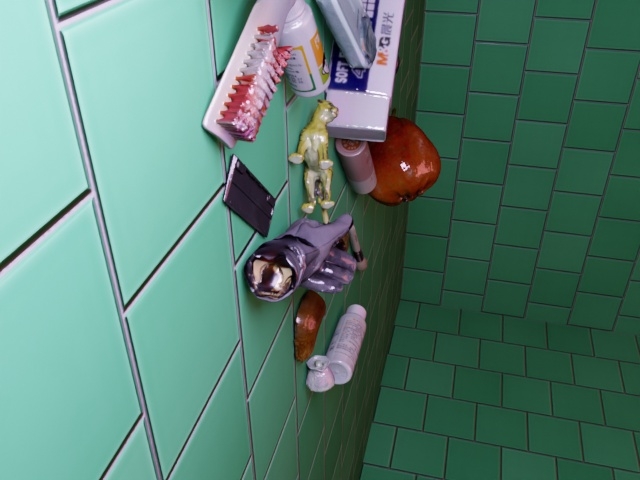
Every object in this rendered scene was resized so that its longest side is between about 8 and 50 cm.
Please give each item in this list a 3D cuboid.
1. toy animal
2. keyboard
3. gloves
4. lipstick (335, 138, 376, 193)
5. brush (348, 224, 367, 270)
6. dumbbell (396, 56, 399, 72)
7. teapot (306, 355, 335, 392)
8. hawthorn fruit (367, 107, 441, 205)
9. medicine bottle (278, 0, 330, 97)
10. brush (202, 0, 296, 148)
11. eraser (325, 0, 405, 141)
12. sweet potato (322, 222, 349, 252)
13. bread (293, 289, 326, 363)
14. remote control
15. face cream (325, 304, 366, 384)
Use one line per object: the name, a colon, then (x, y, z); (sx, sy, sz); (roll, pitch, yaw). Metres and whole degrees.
toy animal: (-0.001, -0.133, 1.092); (0.181, 0.073, 0.136); (79, 14, -48)
keyboard: (-0.092, -0.055, 0.845); (0.198, 0.010, 0.063); (51, 49, -74)
gloves: (-0.019, 0.022, 0.964); (0.142, 0.119, 0.285); (-53, 159, 17)
lipstick: (0.086, -0.179, 1.460); (0.254, 0.070, 0.070); (56, 43, -73)
brush: (0.097, 0.015, 1.744); (0.299, 0.039, 0.042); (68, 28, -61)
dumbbell: (0.123, -0.419, 1.414); (0.191, 0.100, 0.100); (-2, 99, -78)
teapot: (-0.005, 0.285, 1.379); (0.083, 0.064, 0.064); (-129, -151, -60)
hawthorn fruit: (0.200, -0.227, 1.679); (0.224, 0.224, 0.260); (23, 55, -78)
medicine bottle: (-0.037, -0.296, 0.832); (0.220, 0.061, 0.092); (65, 22, -57)
brush: (-0.047, -0.255, 0.712); (0.060, 0.050, 0.321); (39, 66, -55)
eraser: (0.086, -0.344, 1.225); (0.086, 0.130, 0.287); (41, 56, -80)
sweet potato: (0.000, 0.000, 1.181); (0.273, 0.075, 0.075); (0, 98, -74)
bread: (-0.019, 0.168, 1.258); (0.129, 0.044, 0.126); (-69, 164, -58)
remote control: (0.043, -0.388, 1.073); (0.247, 0.052, 0.104); (48, 43, -58)
face cream: (0.070, 0.260, 1.640); (0.269, 0.082, 0.082); (-61, 156, -59)
